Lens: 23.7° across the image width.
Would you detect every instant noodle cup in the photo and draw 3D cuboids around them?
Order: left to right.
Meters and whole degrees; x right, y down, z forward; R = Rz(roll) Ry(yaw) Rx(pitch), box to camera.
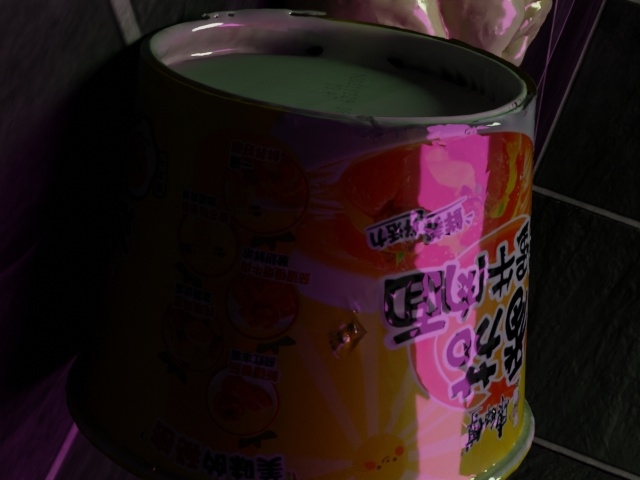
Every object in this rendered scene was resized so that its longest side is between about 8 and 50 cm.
[{"bbox_3d":[0.000,0.000,0.807,0.264,0.264,0.200,-46,146,-63],"label":"instant noodle cup"}]

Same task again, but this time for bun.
[{"bbox_3d":[0.080,-0.174,1.067,0.259,0.160,0.259,17,90,-78],"label":"bun"}]
